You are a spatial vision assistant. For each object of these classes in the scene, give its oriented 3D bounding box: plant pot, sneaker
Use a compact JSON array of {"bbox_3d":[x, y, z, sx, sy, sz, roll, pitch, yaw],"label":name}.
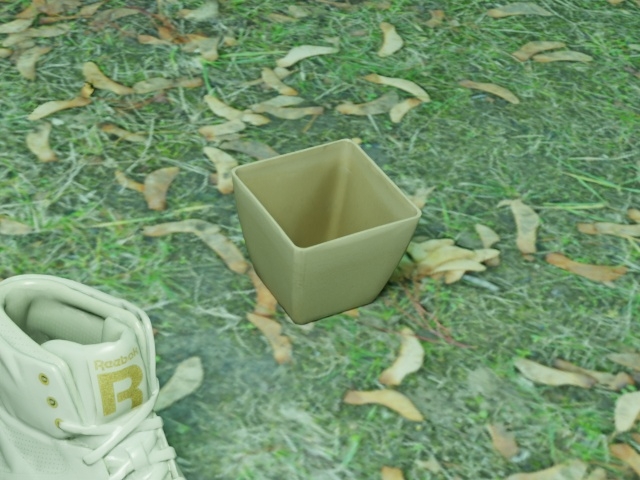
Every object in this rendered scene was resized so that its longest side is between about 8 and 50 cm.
[{"bbox_3d":[0.000,0.000,1.065,0.109,0.096,0.109,-16,44,-26],"label":"plant pot"},{"bbox_3d":[-0.119,0.141,0.819,0.108,0.169,0.292,-26,50,-36],"label":"sneaker"}]
